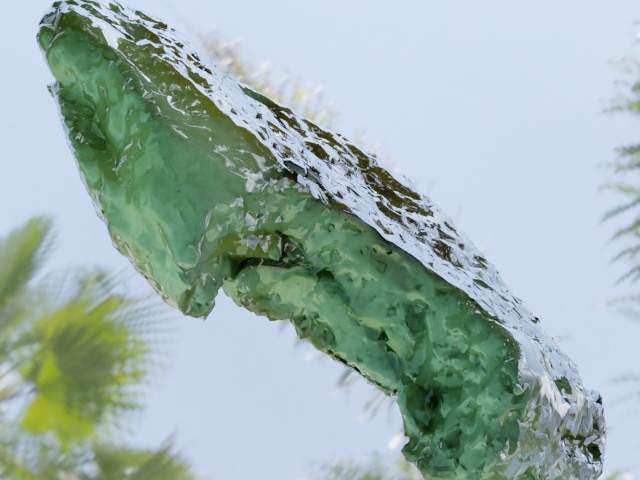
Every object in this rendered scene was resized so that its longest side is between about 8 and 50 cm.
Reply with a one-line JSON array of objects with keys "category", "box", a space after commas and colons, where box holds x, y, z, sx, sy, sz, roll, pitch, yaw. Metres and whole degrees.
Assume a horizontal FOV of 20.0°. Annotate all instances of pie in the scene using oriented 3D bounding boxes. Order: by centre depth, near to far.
[{"category": "pie", "box": [-0.001, -0.002, 0.732, 0.302, 0.302, 0.067, 38, -83, 6]}]
